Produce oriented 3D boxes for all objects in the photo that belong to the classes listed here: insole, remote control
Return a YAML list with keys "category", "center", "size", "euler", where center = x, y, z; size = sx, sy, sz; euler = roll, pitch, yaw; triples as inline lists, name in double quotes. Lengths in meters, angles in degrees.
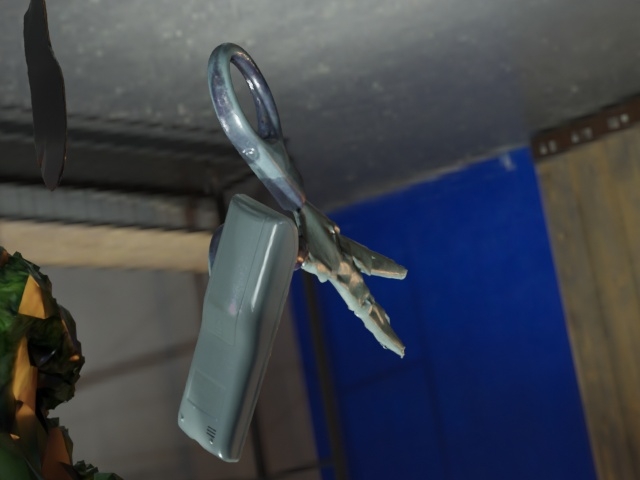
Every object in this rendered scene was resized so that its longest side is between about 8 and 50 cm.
- category: "insole"
  center: [-0.164, -0.095, 0.932]
  size: [0.004, 0.188, 0.064]
  euler: [7, 129, -22]
- category: "remote control"
  center: [-0.055, 0.055, 0.981]
  size: [0.029, 0.162, 0.061]
  euler: [7, -167, -39]

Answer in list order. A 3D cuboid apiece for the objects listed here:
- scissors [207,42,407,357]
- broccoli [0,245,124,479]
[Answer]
- category: "scissors"
  center: [0.000, 0.000, 1.426]
  size: [0.029, 0.256, 0.383]
  euler: [-15, 153, 24]
- category: "broccoli"
  center: [-0.214, 0.194, 0.748]
  size: [0.321, 0.413, 0.310]
  euler: [1, 174, -19]
